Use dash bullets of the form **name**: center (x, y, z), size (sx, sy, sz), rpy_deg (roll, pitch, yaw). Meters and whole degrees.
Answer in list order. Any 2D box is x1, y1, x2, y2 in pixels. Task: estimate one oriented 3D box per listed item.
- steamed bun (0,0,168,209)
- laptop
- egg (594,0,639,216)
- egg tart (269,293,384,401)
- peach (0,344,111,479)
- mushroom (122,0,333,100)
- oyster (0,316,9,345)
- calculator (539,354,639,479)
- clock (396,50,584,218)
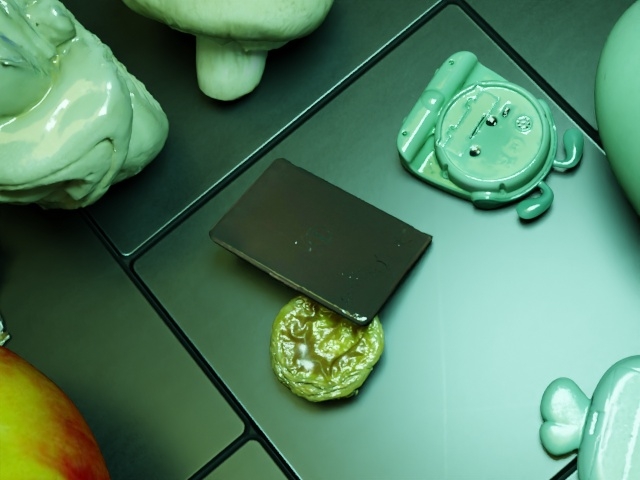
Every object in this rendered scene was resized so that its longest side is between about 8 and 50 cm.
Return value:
- **steamed bun**: center (-0.351, -0.158, 1.341), size (0.339, 0.352, 0.247), rpy_deg (42, 85, -3)
- **laptop**: center (0.000, 0.000, 1.378), size (0.207, 0.026, 0.154), rpy_deg (28, 55, 16)
- **egg**: center (0.437, -0.094, 1.231), size (0.276, 0.276, 0.389), rpy_deg (-39, 69, -4)
- **egg tart**: center (0.008, 0.116, 1.356), size (0.130, 0.052, 0.130), rpy_deg (-3, 71, 8)
- **peach**: center (-0.387, 0.279, 1.214), size (0.388, 0.388, 0.388), rpy_deg (-3, 73, 9)
- **mushroom**: center (-0.110, -0.277, 1.420), size (0.254, 0.260, 0.234), rpy_deg (8, 111, 3)
- **oyster**: center (-0.520, 0.111, 1.428), size (0.354, 0.107, 0.201), rpy_deg (-36, 103, -9)
- **calculator**: center (0.367, 0.212, 1.272), size (0.295, 0.042, 0.184), rpy_deg (14, 76, 12)
- **clock**: center (0.192, -0.113, 1.392), size (0.188, 0.060, 0.148), rpy_deg (29, 79, 15)
